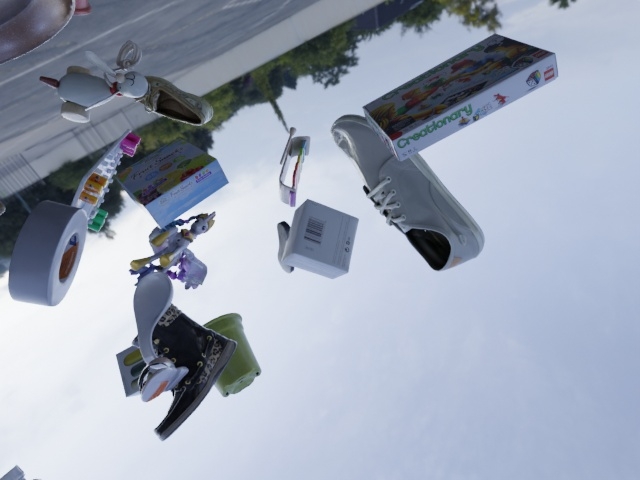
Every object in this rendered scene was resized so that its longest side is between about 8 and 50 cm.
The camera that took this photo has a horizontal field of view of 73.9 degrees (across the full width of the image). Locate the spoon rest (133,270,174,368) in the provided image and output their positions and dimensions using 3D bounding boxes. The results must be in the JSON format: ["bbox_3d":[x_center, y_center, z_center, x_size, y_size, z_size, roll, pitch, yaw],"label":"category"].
[{"bbox_3d":[-0.473,0.220,1.209,0.137,0.084,0.276,-17,-110,15],"label":"spoon rest"}]

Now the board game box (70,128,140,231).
[{"bbox_3d":[-0.673,-0.101,1.268,0.390,0.050,0.390,-54,-158,25],"label":"board game box"}]

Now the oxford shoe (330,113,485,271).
[{"bbox_3d":[0.177,-0.105,0.962,0.130,0.449,0.169,-42,177,-20],"label":"oxford shoe"}]

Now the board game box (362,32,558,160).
[{"bbox_3d":[0.247,-0.278,0.807,0.305,0.053,0.193,-28,-144,6],"label":"board game box"}]

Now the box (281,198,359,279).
[{"bbox_3d":[0.000,0.000,1.282,0.119,0.182,0.181,-33,-140,63],"label":"box"}]

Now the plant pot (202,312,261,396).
[{"bbox_3d":[-0.379,0.480,1.736,0.276,0.276,0.254,-34,-114,-13],"label":"plant pot"}]

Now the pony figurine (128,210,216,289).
[{"bbox_3d":[-0.566,0.051,1.645,0.351,0.303,0.363,-46,-176,32],"label":"pony figurine"}]

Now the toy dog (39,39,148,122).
[{"bbox_3d":[-0.692,-0.472,1.271,0.333,0.220,0.161,-22,166,23],"label":"toy dog"}]

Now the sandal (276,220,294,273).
[{"bbox_3d":[-0.127,0.033,1.717,0.054,0.254,0.097,-26,-133,-31],"label":"sandal"}]

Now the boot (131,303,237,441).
[{"bbox_3d":[-0.465,0.390,1.333,0.138,0.284,0.377,-46,-172,45],"label":"boot"}]

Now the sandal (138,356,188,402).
[{"bbox_3d":[-0.429,0.358,1.127,0.102,0.076,0.265,-50,173,-14],"label":"sandal"}]

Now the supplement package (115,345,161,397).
[{"bbox_3d":[-0.708,0.534,1.871,0.262,0.199,0.198,-29,161,12],"label":"supplement package"}]

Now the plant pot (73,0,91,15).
[{"bbox_3d":[-0.586,-0.645,0.844,0.272,0.272,0.265,-80,-163,-60],"label":"plant pot"}]

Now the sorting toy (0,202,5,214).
[{"bbox_3d":[-1.326,-0.079,1.489,0.307,0.229,0.041,-58,179,-34],"label":"sorting toy"}]

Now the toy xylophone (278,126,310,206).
[{"bbox_3d":[-0.109,-0.305,1.734,0.081,0.236,0.323,11,-113,1],"label":"toy xylophone"}]

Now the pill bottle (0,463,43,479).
[{"bbox_3d":[-0.567,0.538,0.823,0.108,0.193,0.108,-36,-176,3],"label":"pill bottle"}]

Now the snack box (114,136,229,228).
[{"bbox_3d":[-0.327,-0.133,0.925,0.174,0.070,0.207,-39,-138,-20],"label":"snack box"}]

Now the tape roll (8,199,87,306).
[{"bbox_3d":[-0.572,0.029,0.905,0.219,0.072,0.219,-166,-90,-75],"label":"tape roll"}]

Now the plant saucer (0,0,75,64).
[{"bbox_3d":[-0.460,-0.265,0.505,0.310,0.050,0.310,-23,-163,7],"label":"plant saucer"}]

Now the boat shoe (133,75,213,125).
[{"bbox_3d":[-0.499,-0.455,1.388,0.285,0.105,0.089,17,-143,-3],"label":"boat shoe"}]
